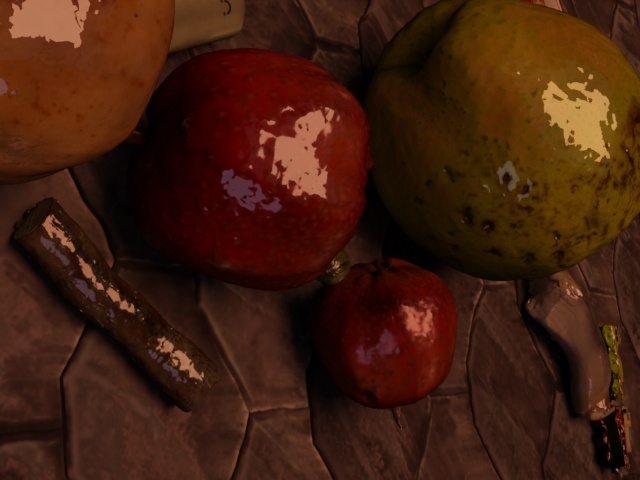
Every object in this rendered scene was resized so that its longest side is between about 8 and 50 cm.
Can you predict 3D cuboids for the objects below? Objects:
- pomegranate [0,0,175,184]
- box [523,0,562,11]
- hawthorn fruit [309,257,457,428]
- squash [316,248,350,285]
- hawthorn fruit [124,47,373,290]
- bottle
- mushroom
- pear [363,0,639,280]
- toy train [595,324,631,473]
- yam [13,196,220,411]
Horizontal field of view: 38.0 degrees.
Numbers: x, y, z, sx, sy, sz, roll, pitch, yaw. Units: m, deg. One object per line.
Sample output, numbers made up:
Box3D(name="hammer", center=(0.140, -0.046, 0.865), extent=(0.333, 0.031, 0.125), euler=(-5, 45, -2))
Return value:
Box3D(name="pomegranate", center=(-0.272, -0.191, 0.766), extent=(0.307, 0.307, 0.307), euler=(17, 66, -43))
Box3D(name="box", center=(0.315, -0.409, 1.580), extent=(0.210, 0.095, 0.330), euler=(-24, 97, -47))
Box3D(name="hawthorn fruit", center=(0.080, 0.123, 1.103), extent=(0.179, 0.179, 0.200), euler=(-22, 103, -48))
Box3D(name="squash", center=(0.000, 0.000, 1.103), extent=(0.052, 0.052, 0.183), euler=(47, 12, -26))
Box3D(name="hawthorn fruit", center=(-0.098, -0.084, 0.951), extent=(0.300, 0.254, 0.254), euler=(17, 62, -12))
Box3D(name="bottle", center=(-0.173, -0.240, 1.023), extent=(0.201, 0.072, 0.072), euler=(-31, 100, -47))
Box3D(name="mushroom", center=(0.410, 0.163, 1.498), extent=(0.096, 0.099, 0.278), euler=(-37, 108, -40))
Box3D(name="pear", center=(0.231, -0.143, 1.220), extent=(0.391, 0.391, 0.391), euler=(17, 66, -43))
Box3D(name="toy train", center=(0.492, 0.267, 1.579), extent=(0.085, 0.053, 0.249), euler=(13, 69, -50))
Box3D(name="yam", center=(-0.197, 0.067, 0.908), extent=(0.253, 0.061, 0.061), euler=(50, 47, -22))
